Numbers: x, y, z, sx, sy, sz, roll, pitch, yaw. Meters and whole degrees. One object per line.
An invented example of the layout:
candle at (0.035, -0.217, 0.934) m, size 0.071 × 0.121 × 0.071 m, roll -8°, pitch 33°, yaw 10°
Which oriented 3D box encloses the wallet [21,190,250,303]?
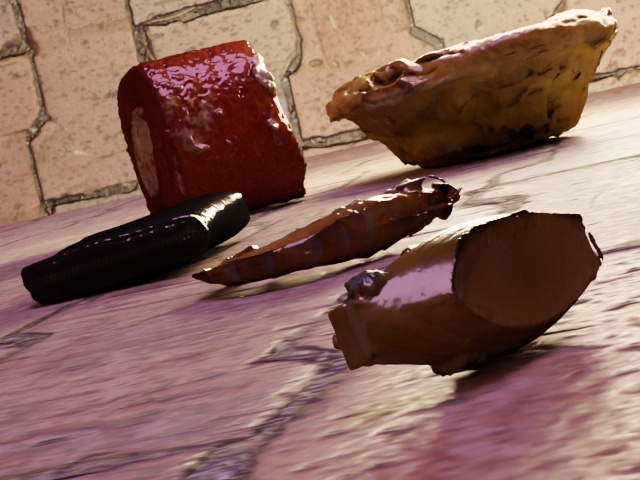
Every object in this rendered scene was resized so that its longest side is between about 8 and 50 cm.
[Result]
wallet at (-0.137, 0.004, 1.344) m, size 0.149 × 0.044 × 0.250 m, roll -17°, pitch 5°, yaw 5°

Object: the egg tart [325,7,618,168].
egg tart at (0.168, -0.154, 1.866) m, size 0.341 × 0.129 × 0.341 m, roll -14°, pitch 5°, yaw 1°

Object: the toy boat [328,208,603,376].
toy boat at (0.051, 0.019, 0.595) m, size 0.049 × 0.047 × 0.149 m, roll -26°, pitch -5°, yaw 30°

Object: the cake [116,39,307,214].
cake at (-0.122, -0.113, 1.866) m, size 0.151 × 0.177 × 0.283 m, roll -14°, pitch 3°, yaw -14°

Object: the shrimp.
shrimp at (0.001, 0.001, 1.057) m, size 0.178 × 0.034 × 0.124 m, roll -24°, pitch 4°, yaw -42°
